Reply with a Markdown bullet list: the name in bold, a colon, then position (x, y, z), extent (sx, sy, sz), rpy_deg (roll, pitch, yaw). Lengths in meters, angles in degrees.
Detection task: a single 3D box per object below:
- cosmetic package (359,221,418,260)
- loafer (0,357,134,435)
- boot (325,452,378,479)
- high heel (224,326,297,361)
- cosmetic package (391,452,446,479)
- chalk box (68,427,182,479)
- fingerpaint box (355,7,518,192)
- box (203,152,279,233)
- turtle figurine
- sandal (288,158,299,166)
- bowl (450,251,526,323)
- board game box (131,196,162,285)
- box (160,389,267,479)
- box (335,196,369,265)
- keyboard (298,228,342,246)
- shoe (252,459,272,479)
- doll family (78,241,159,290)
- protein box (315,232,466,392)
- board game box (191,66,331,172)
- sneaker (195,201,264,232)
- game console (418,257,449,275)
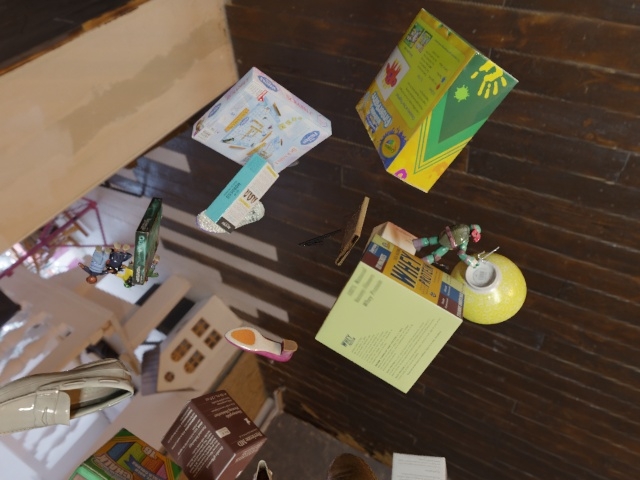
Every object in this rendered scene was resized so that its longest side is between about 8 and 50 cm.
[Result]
- **cosmetic package**: position (0.227, 0.099, 1.820), extent (0.153, 0.296, 0.129), rpy_deg (28, 162, -13)
- **loafer**: position (-0.561, 0.341, 1.056), extent (0.111, 0.319, 0.112), rpy_deg (33, 126, 41)
- **boot**: position (0.036, 0.431, 0.818), extent (0.112, 0.305, 0.115), rpy_deg (-31, 98, 7)
- **high heel**: position (-0.204, 0.347, 1.637), extent (0.244, 0.082, 0.117), rpy_deg (11, 143, -21)
- **cosmetic package**: position (0.284, 0.729, 1.426), extent (0.151, 0.183, 0.151), rpy_deg (-1, 141, 17)
- **chalk box**: position (-0.431, 0.543, 1.006), extent (0.179, 0.180, 0.289), rpy_deg (35, 177, 0)
- **fingerpaint box**: position (0.306, -0.419, 1.458), extent (0.163, 0.445, 0.371), rpy_deg (23, 119, -25)
- **box**: position (-0.241, -0.143, 1.536), extent (0.060, 0.244, 0.100), rpy_deg (38, 176, 25)
- **turtle figurine**: position (0.404, 0.005, 1.511), extent (0.234, 0.175, 0.118), rpy_deg (-21, 127, 18)
- **sandal**: position (-0.130, -0.341, 1.887), extent (0.254, 0.097, 0.054), rpy_deg (-126, 22, -61)
- **bowl**: position (0.619, 0.155, 1.884), extent (0.289, 0.289, 0.156), rpy_deg (14, 160, 30)
- **board game box**: position (-0.376, -0.003, 1.088), extent (0.026, 0.186, 0.126), rpy_deg (8, 115, -11)
- **box**: position (-0.301, 0.565, 1.413), extent (0.203, 0.168, 0.167), rpy_deg (40, 102, 23)
- **box**: position (0.110, -0.033, 1.705), extent (0.021, 0.201, 0.164), rpy_deg (26, 134, -5)
- **keyboard**: position (0.000, 0.000, 2.063), extent (0.100, 0.192, 0.038), rpy_deg (-19, 90, 57)
- **shoe**: position (-0.196, 0.809, 1.614), extent (0.077, 0.219, 0.058), rpy_deg (2, 109, -3)
- **doll family**: position (-0.512, 0.073, 1.277), extent (0.193, 0.076, 0.111), rpy_deg (23, 121, -21)
- **protein box**: position (0.133, 0.135, 0.948), extent (0.201, 0.136, 0.199), rpy_deg (30, 119, 4)
- **board game box**: position (-0.187, -0.356, 1.595), extent (0.319, 0.066, 0.318), rpy_deg (-28, 139, 36)
- **sneaker**: position (-0.374, -0.083, 1.966), extent (0.146, 0.293, 0.102), rpy_deg (-12, 93, 48)
- **game console**: position (0.416, 0.113, 1.878), extent (0.122, 0.071, 0.107), rpy_deg (16, 175, -17)
